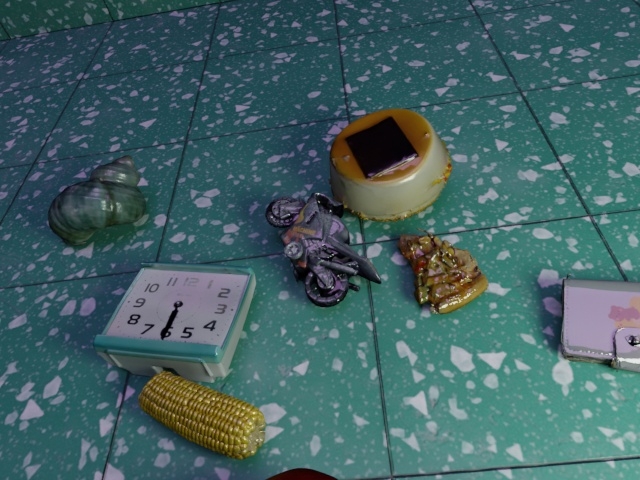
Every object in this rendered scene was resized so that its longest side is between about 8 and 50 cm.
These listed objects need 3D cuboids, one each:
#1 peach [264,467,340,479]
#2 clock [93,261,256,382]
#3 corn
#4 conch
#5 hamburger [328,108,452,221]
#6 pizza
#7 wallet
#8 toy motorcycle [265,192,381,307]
[{"bbox_3d":[-0.026,0.421,0.628,0.243,0.200,0.243,0,19,0],"label":"peach"},{"bbox_3d":[-0.279,0.160,0.995,0.262,0.116,0.231,3,45,12],"label":"clock"},{"bbox_3d":[-0.210,0.304,0.858,0.243,0.093,0.093,11,52,25],"label":"corn"},{"bbox_3d":[-0.553,-0.097,1.243,0.220,0.195,0.277,15,76,58],"label":"conch"},{"bbox_3d":[0.159,-0.169,1.145,0.294,0.179,0.276,-26,49,0],"label":"hamburger"},{"bbox_3d":[0.248,0.047,1.009,0.147,0.069,0.226,-14,48,2],"label":"pizza"},{"bbox_3d":[0.544,0.149,0.858,0.230,0.069,0.170,4,67,19],"label":"wallet"},{"bbox_3d":[0.000,0.000,1.059,0.173,0.108,0.307,-26,59,-8],"label":"toy motorcycle"}]
